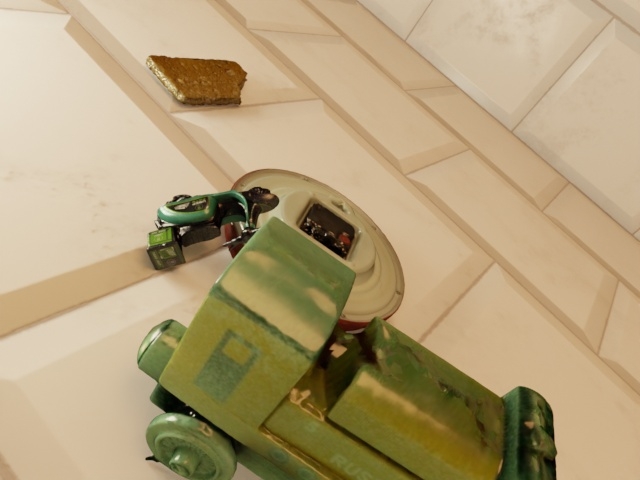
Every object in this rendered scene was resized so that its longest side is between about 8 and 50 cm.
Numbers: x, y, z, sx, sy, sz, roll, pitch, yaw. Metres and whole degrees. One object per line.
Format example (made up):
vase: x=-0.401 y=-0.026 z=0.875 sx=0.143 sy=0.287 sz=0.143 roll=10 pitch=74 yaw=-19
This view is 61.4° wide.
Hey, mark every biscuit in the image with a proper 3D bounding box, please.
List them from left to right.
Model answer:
biscuit: x=-0.218 y=-0.314 z=1.067 sx=0.131 sy=0.026 sz=0.237 roll=49 pitch=35 yaw=16

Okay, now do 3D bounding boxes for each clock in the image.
clock: x=0.000 y=0.000 z=0.835 sx=0.319 sy=0.080 sz=0.318 roll=23 pitch=36 yaw=-18

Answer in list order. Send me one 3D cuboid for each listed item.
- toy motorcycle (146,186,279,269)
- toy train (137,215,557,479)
toy motorcycle: x=-0.135 y=-0.023 z=0.700 sx=0.173 sy=0.058 sz=0.100 roll=-13 pitch=46 yaw=-6
toy train: x=0.019 y=0.170 z=0.492 sx=0.397 sy=0.253 sz=0.160 roll=35 pitch=35 yaw=-1
